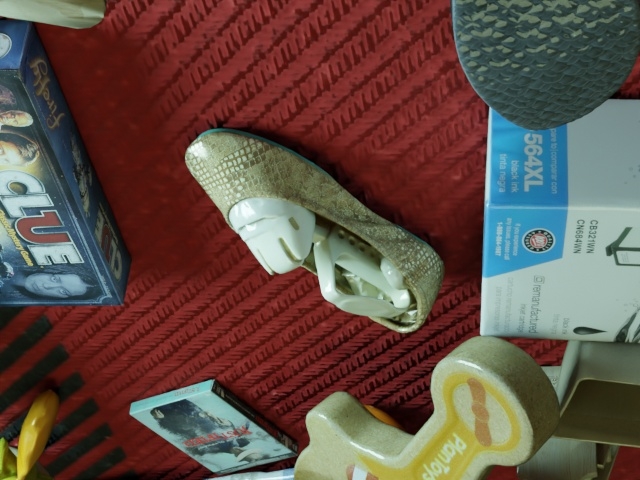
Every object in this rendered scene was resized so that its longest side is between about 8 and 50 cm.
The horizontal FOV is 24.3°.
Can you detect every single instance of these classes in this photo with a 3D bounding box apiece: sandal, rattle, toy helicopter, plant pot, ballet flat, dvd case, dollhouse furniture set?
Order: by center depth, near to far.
[{"bbox_3d":[0.096,-0.162,0.739,0.097,0.054,0.254,-15,130,16],"label":"sandal"},{"bbox_3d":[0.000,0.000,0.953,0.206,0.067,0.073,28,140,-27],"label":"ballet flat"},{"bbox_3d":[0.217,0.075,0.994,0.109,0.096,0.109,7,152,0],"label":"plant pot"},{"bbox_3d":[0.085,0.187,1.038,0.235,0.140,0.355,46,147,14],"label":"toy helicopter"},{"bbox_3d":[0.240,0.185,1.145,0.161,0.101,0.182,-3,143,13],"label":"dollhouse furniture set"},{"bbox_3d":[-0.087,0.156,1.230,0.087,0.013,0.119,-18,139,30],"label":"dvd case"},{"bbox_3d":[-0.318,0.172,1.242,0.200,0.130,0.142,22,139,24],"label":"rattle"}]

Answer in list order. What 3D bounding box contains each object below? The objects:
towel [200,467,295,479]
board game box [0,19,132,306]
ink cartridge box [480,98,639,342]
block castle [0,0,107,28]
[{"bbox_3d":[-0.071,0.269,1.369,0.285,0.034,0.209,-11,139,20],"label":"towel"},{"bbox_3d":[-0.230,-0.040,0.953,0.165,0.042,0.243,-1,144,10],"label":"board game box"},{"bbox_3d":[0.200,-0.008,0.897,0.203,0.086,0.148,2,144,7],"label":"ink cartridge box"},{"bbox_3d":[-0.017,-0.263,0.479,0.453,0.212,0.303,-11,153,32],"label":"block castle"}]
